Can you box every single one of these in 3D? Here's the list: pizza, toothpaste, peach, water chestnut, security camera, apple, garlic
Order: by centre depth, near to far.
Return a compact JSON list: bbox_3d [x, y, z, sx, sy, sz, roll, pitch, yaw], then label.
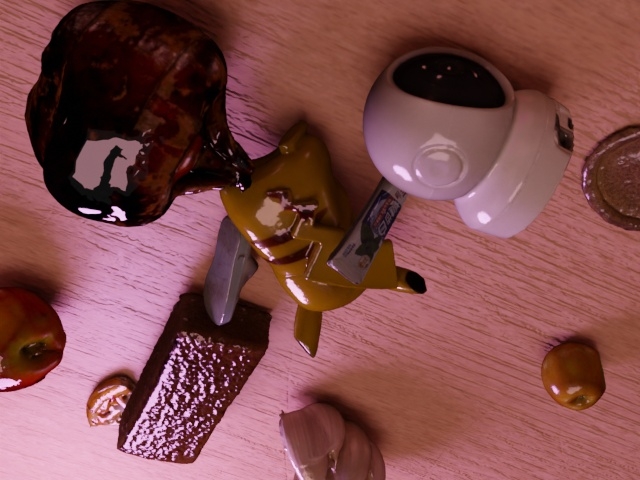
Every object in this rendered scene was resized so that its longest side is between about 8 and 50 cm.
[{"bbox_3d":[0.163,-0.128,0.990,0.236,0.194,0.194,24,132,-11],"label":"security camera"},{"bbox_3d":[-0.224,-0.149,0.999,0.244,0.289,0.289,5,144,-42],"label":"water chestnut"},{"bbox_3d":[0.085,-0.049,1.066,0.060,0.233,0.038,42,159,-28],"label":"toothpaste"},{"bbox_3d":[0.418,0.228,1.341,0.099,0.102,0.114,-11,131,17],"label":"apple"},{"bbox_3d":[-0.542,0.170,1.396,0.197,0.197,0.197,5,133,5],"label":"peach"},{"bbox_3d":[0.033,0.437,1.540,0.185,0.203,0.281,-13,129,-5],"label":"garlic"},{"bbox_3d":[-0.389,0.350,1.633,0.176,0.036,0.185,36,129,-23],"label":"pizza"}]

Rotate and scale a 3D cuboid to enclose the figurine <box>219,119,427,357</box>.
[{"bbox_3d":[-0.003,-0.005,1.143,0.218,0.169,0.326,-22,129,17],"label":"figurine"}]

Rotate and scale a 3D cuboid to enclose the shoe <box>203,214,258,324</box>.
[{"bbox_3d":[-0.128,0.046,1.272,0.078,0.079,0.195,-8,125,-32],"label":"shoe"}]

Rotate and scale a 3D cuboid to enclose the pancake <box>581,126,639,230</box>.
[{"bbox_3d":[0.456,-0.085,1.097,0.199,0.021,0.199,4,132,5],"label":"pancake"}]

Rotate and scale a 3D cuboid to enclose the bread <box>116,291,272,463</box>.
[{"bbox_3d":[-0.238,0.261,1.462,0.165,0.113,0.416,19,131,-16],"label":"bread"}]
